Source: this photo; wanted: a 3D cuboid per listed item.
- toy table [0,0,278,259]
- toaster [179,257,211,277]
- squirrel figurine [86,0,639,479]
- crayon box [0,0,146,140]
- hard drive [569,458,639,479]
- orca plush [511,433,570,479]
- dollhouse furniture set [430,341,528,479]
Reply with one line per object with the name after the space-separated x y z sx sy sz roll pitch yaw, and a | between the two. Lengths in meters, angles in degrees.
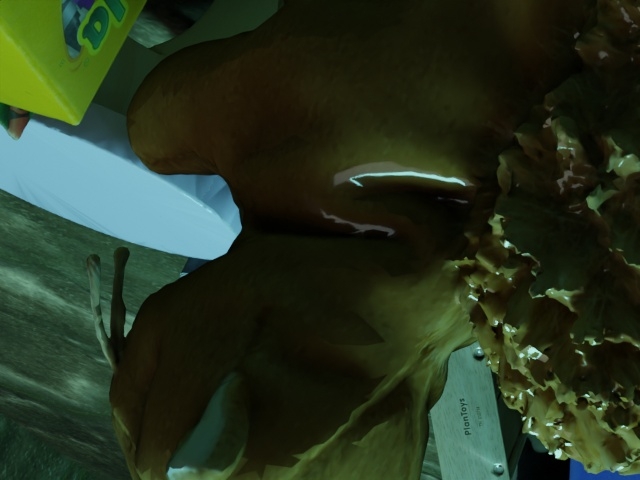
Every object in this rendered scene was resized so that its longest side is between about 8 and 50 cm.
-0.134 -0.106 1.187 0.274 0.161 0.252 20 162 18 | toy table
0.000 0.000 1.291 0.110 0.168 0.185 16 158 27 | toaster
0.070 -0.011 0.833 0.397 0.370 0.281 12 157 36 | squirrel figurine
-0.144 -0.199 0.878 0.081 0.202 0.318 17 161 24 | crayon box
0.221 0.067 0.960 0.040 0.318 0.210 4 178 -38 | hard drive
0.199 0.159 1.386 0.102 0.287 0.151 -26 94 33 | orca plush
0.257 0.057 1.220 0.355 0.303 0.174 -9 -169 15 | dollhouse furniture set
